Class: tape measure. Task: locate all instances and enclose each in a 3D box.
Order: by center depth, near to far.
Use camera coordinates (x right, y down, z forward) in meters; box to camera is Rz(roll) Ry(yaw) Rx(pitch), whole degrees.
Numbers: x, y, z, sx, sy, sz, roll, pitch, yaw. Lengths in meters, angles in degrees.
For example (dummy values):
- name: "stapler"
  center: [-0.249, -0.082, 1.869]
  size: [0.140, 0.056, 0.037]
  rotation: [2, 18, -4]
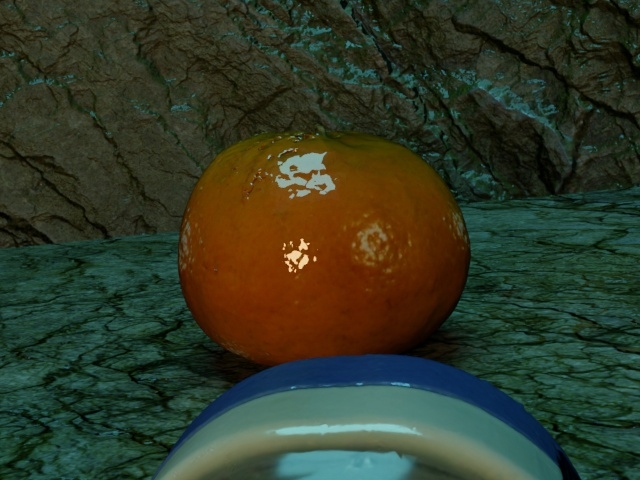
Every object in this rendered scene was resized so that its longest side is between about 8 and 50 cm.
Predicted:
- name: "tape measure"
  center: [0.026, 0.192, 0.498]
  size: [0.260, 0.262, 0.138]
  rotation: [-5, 20, 7]

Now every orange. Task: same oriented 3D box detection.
- name: "orange"
  center: [0.000, 0.000, 1.399]
  size: [0.424, 0.326, 0.424]
  rotation: [-6, 11, 1]
